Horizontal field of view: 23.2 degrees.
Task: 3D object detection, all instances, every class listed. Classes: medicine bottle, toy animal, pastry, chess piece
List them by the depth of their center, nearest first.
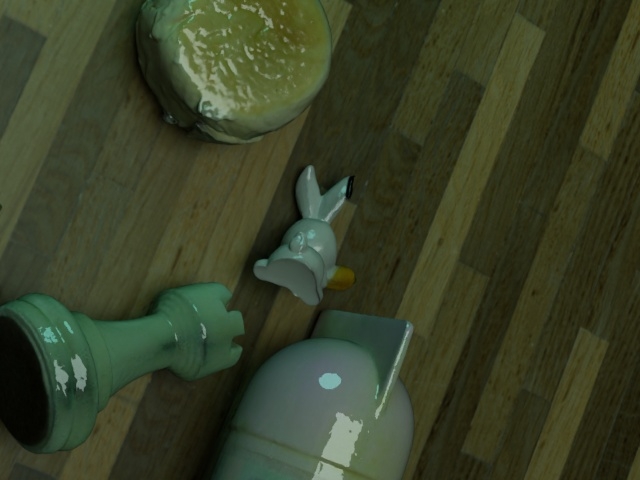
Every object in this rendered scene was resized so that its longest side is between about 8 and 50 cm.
[{"bbox_3d":[-0.246,0.138,1.938,0.299,0.195,0.194,-14,98,-37],"label":"chess piece"},{"bbox_3d":[-0.113,-0.252,2.017,0.265,0.133,0.264,0,91,-28],"label":"pastry"},{"bbox_3d":[-0.009,0.284,2.031,0.236,0.236,0.406,25,80,-27],"label":"medicine bottle"},{"bbox_3d":[0.000,0.000,2.103,0.131,0.127,0.181,23,36,2],"label":"toy animal"}]

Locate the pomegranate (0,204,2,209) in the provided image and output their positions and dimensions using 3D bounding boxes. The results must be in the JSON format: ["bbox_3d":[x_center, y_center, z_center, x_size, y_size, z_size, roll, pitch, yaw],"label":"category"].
[{"bbox_3d":[-0.458,0.035,1.824,0.181,0.181,0.224,44,50,-23],"label":"pomegranate"}]
